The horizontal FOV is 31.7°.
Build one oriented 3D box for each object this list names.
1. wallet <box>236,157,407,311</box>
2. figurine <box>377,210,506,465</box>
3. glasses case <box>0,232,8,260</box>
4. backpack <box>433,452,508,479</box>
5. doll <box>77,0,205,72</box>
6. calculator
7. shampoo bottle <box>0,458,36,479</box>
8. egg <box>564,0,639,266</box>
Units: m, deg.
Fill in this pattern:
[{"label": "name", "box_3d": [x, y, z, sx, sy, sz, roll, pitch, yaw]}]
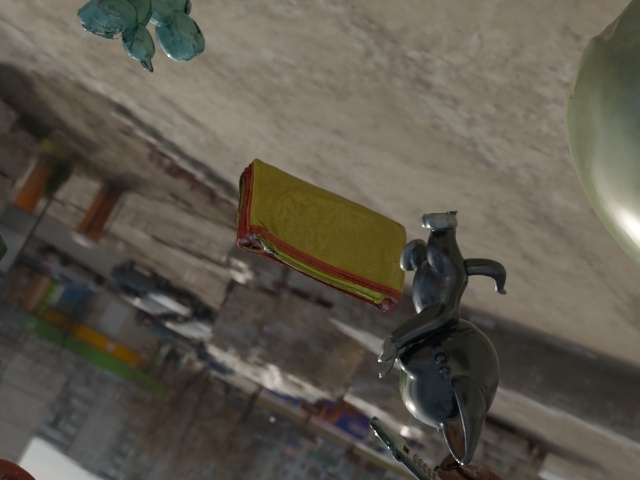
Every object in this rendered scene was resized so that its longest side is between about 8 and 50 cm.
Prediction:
[{"label": "wallet", "box_3d": [0.000, 0.000, 1.461, 0.241, 0.141, 0.067, 25, 133, -22]}, {"label": "figurine", "box_3d": [0.146, 0.096, 1.296, 0.140, 0.265, 0.193, 13, -172, 4]}, {"label": "glasses case", "box_3d": [-0.538, 0.057, 1.644, 0.078, 0.184, 0.039, 12, 141, 20]}, {"label": "backpack", "box_3d": [0.247, 0.466, 1.844, 0.139, 0.229, 0.229, 8, 162, 29]}, {"label": "doll", "box_3d": [-0.207, -0.273, 1.362, 0.059, 0.159, 0.158, -23, 123, 34]}, {"label": "calculator", "box_3d": [0.117, 0.288, 1.504, 0.141, 0.019, 0.094, 45, -174, 2]}, {"label": "shampoo bottle", "box_3d": [-0.510, 0.447, 1.598, 0.104, 0.278, 0.104, 35, -174, -4]}, {"label": "egg", "box_3d": [0.364, -0.060, 0.872, 0.336, 0.278, 0.278, 49, 179, 22]}]
